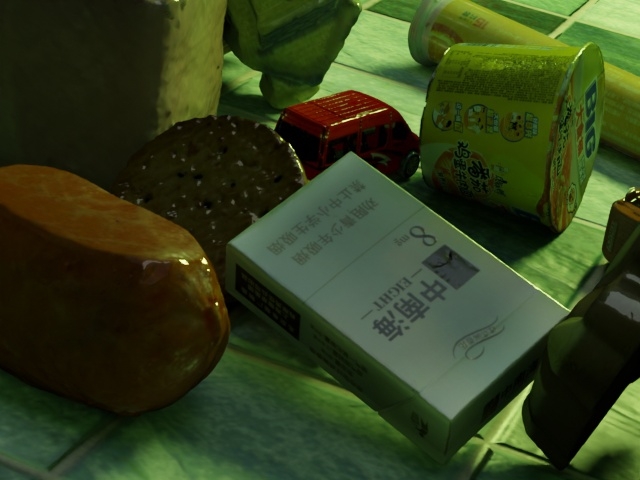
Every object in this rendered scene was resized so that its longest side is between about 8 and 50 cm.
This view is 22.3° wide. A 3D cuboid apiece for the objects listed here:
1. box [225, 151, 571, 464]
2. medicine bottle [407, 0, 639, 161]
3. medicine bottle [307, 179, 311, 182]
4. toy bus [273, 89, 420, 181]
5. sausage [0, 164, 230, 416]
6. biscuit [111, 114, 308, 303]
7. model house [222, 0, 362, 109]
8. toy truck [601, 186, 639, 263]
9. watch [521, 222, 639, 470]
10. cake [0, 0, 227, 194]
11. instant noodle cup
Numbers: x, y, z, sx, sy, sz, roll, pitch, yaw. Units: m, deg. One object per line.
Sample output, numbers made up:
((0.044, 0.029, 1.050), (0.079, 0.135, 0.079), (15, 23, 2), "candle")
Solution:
((0.060, 0.049, 1.306), (0.243, 0.067, 0.155), (39, 59, 24), "box")
((0.297, -0.190, 1.979), (0.426, 0.108, 0.108), (31, 31, 35), "medicine bottle")
((0.000, 0.000, 1.460), (0.192, 0.096, 0.096), (22, 27, 23), "medicine bottle")
((0.032, -0.107, 1.707), (0.081, 0.089, 0.195), (28, 29, 31), "toy bus")
((-0.189, 0.039, 1.246), (0.268, 0.141, 0.153), (21, 27, 27), "sausage")
((-0.098, -0.026, 1.427), (0.188, 0.027, 0.188), (-6, 62, 11), "biscuit")
((-0.114, -0.296, 1.865), (0.261, 0.266, 0.321), (-27, 41, -8), "model house")
((0.366, 0.017, 1.591), (0.092, 0.083, 0.192), (-18, 38, -38), "toy truck")
((0.371, 0.092, 1.217), (0.327, 0.314, 0.335), (36, 68, 15), "watch")
((-0.253, -0.192, 1.618), (0.309, 0.230, 0.237), (17, 28, 12), "cake")
((0.198, -0.121, 1.695), (0.153, 0.205, 0.205), (13, 24, 19), "instant noodle cup")
